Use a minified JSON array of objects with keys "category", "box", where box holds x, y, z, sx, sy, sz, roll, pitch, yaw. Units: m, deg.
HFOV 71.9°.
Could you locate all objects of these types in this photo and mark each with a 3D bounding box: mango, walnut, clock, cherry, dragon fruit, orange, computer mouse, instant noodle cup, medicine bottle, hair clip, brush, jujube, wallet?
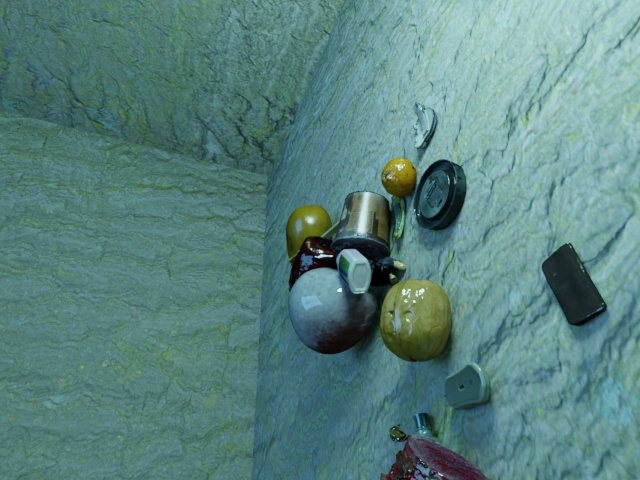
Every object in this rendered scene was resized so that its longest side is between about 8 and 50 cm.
[{"category":"mango","box":[-0.062,0.007,2.175,0.264,0.221,0.377,-150,64,-64]},{"category":"walnut","box":[0.256,0.212,1.190,0.193,0.193,0.225,157,126,-67]},{"category":"clock","box":[0.355,-0.135,1.323,0.215,0.042,0.214,-168,90,-71]},{"category":"cherry","box":[0.037,0.243,1.630,0.326,0.292,0.335,55,140,22]},{"category":"dragon fruit","box":[0.247,0.536,0.956,0.282,0.211,0.147,20,87,42]},{"category":"orange","box":[0.266,-0.219,1.516,0.135,0.118,0.135,-49,31,44]},{"category":"computer mouse","box":[0.347,0.345,1.033,0.181,0.056,0.089,118,155,-54]},{"category":"instant noodle cup","box":[0.157,-0.050,1.608,0.217,0.218,0.207,140,145,-61]},{"category":"medicine bottle","box":[0.105,0.091,1.481,0.219,0.078,0.115,-129,37,-74]},{"category":"medicine bottle","box":[0.274,0.549,1.120,0.090,0.054,0.208,121,153,-44]},{"category":"hair clip","box":[0.273,-0.086,1.540,0.060,0.033,0.188,133,147,-53]},{"category":"hair clip","box":[0.348,-0.399,1.497,0.116,0.049,0.172,119,152,-52]},{"category":"brush","box":[0.000,0.000,2.017,0.337,0.085,0.020,-38,50,10]},{"category":"jujube","box":[-0.021,0.143,1.940,0.258,0.259,0.376,-97,28,-44]},{"category":"wallet","box":[0.484,0.084,0.852,0.082,0.018,0.156,121,154,-42]}]

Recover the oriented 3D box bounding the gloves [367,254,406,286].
[{"category":"gloves","box":[0.210,0.116,1.481,0.180,0.129,0.106,-123,38,-72]}]
